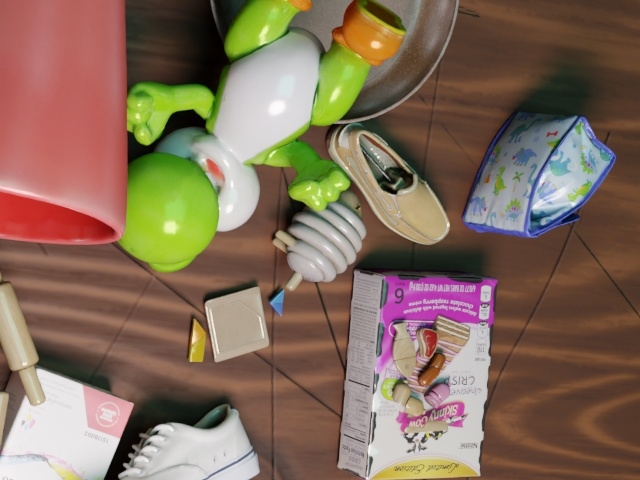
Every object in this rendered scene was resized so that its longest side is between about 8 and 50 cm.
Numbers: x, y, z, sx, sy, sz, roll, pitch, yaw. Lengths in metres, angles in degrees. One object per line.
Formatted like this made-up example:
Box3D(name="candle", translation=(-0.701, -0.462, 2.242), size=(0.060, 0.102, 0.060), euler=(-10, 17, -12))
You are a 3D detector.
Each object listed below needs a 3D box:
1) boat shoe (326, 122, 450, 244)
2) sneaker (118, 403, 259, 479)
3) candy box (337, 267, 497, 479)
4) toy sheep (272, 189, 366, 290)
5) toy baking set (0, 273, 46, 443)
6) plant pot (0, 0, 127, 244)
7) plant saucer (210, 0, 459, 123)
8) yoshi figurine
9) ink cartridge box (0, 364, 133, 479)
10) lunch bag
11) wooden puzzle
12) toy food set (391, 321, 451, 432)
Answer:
Box3D(name="boat shoe", translation=(0.086, -0.058, 1.722), size=(0.190, 0.072, 0.068), euler=(40, 76, -27))
Box3D(name="sneaker", translation=(-0.167, 0.238, 1.585), size=(0.258, 0.094, 0.091), euler=(-19, 89, -56))
Box3D(name="candy box", translation=(0.111, 0.152, 1.761), size=(0.159, 0.071, 0.233), euler=(2, 95, -29))
Box3D(name="toy sheep", translation=(0.000, 0.000, 1.676), size=(0.091, 0.091, 0.132), euler=(42, 76, -26))
Box3D(name="toy baking set", translation=(-0.379, 0.091, 1.469), size=(0.196, 0.030, 0.256), euler=(-16, 95, -11))
Box3D(name="plant pot", translation=(-0.292, -0.140, 1.409), size=(0.275, 0.275, 0.243), euler=(14, 79, -29))
Box3D(name="plant saucer", translation=(0.010, -0.283, 1.669), size=(0.310, 0.050, 0.311), euler=(-4, 98, -29))
Box3D(name="yoshi figurine", translation=(-0.085, -0.103, 1.498), size=(0.203, 0.203, 0.362), euler=(17, 118, -44))
Box3D(name="ink cartridge box", translation=(-0.283, 0.234, 1.553), size=(0.115, 0.067, 0.198), euler=(24, 84, -29))
Box3D(name="lunch bag", translation=(0.245, -0.067, 1.778), size=(0.096, 0.129, 0.151), euler=(46, 73, -24))
Box3D(name="wooden puzzle", translation=(-0.093, 0.091, 1.675), size=(0.116, 0.014, 0.079), euler=(-8, 104, -28))
Box3D(name="toy food set", translation=(0.112, 0.151, 1.711), size=(0.078, 0.019, 0.122), euler=(0, 88, -27))
